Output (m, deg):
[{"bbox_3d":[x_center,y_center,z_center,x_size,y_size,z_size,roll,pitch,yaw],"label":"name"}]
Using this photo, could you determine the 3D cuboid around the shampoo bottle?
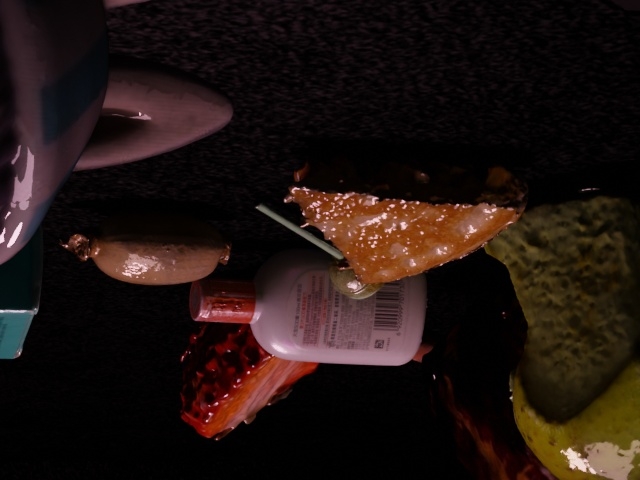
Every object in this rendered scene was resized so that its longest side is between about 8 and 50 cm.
[{"bbox_3d":[-0.011,0.060,1.646,0.221,0.108,0.051,4,-173,-19],"label":"shampoo bottle"}]

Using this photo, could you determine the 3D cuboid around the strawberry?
[{"bbox_3d":[-0.065,0.090,1.782,0.190,0.111,0.236,-26,160,-40],"label":"strawberry"}]

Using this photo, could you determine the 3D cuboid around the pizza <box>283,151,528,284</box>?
[{"bbox_3d":[0.047,-0.032,1.379,0.188,0.062,0.199,-28,147,36],"label":"pizza"}]

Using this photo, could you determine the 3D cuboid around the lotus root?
[{"bbox_3d":[-0.143,0.006,1.495,0.150,0.062,0.073,3,165,-24],"label":"lotus root"}]

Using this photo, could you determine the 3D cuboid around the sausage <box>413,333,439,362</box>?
[{"bbox_3d":[0.099,0.120,2.059,0.036,0.042,0.158,-48,150,16],"label":"sausage"}]

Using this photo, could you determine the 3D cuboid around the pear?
[{"bbox_3d":[0.253,0.090,1.502,0.164,0.255,0.238,-12,168,33],"label":"pear"}]

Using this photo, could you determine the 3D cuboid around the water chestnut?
[{"bbox_3d":[0.289,0.155,1.746,0.347,0.335,0.335,-32,165,-2],"label":"water chestnut"}]

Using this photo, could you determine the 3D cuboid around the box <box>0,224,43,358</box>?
[{"bbox_3d":[-0.385,0.021,1.409,0.311,0.118,0.205,1,164,-13],"label":"box"}]

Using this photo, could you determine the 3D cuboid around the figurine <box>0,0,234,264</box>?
[{"bbox_3d":[-0.226,-0.046,0.874,0.378,0.266,0.361,6,170,-29],"label":"figurine"}]

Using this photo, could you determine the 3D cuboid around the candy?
[{"bbox_3d":[0.000,0.000,1.543,0.061,0.061,0.202,-10,156,30],"label":"candy"}]

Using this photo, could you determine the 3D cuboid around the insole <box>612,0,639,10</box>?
[{"bbox_3d":[0.162,-0.157,0.978,0.064,0.004,0.188,-9,165,28],"label":"insole"}]
